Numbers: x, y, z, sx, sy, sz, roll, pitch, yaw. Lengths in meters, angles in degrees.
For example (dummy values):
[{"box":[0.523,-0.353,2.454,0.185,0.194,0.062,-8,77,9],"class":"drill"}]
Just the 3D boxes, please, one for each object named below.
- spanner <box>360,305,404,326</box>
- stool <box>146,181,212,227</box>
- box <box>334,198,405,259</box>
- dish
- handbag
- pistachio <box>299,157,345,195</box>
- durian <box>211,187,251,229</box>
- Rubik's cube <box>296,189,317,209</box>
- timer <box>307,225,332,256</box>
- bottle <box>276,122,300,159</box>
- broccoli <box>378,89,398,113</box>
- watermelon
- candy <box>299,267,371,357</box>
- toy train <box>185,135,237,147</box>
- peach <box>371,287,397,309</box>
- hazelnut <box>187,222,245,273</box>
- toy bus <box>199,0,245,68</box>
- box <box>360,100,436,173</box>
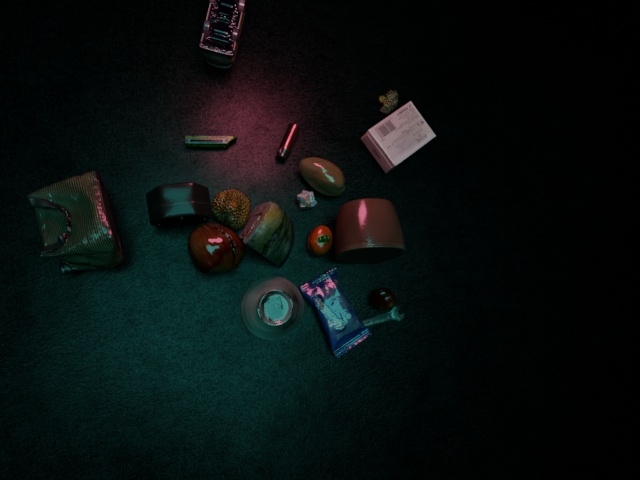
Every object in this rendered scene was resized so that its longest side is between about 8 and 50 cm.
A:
[{"box":[0.224,0.349,1.830,0.302,0.017,0.071,-15,84,-17],"class":"spanner"},{"box":[-0.533,-0.131,1.614,0.233,0.232,0.141,-9,85,-16],"class":"stool"},{"box":[0.193,-0.036,1.747,0.301,0.301,0.216,0,76,-14],"class":"box"},{"box":[-0.186,0.269,1.702,0.261,0.085,0.260,2,80,-14],"class":"dish"},{"box":[-0.854,-0.054,1.500,0.240,0.247,0.340,-18,74,-19],"class":"handbag"},{"box":[0.010,-0.278,1.827,0.226,0.136,0.135,32,75,-1],"class":"pistachio"},{"box":[-0.358,-0.132,1.699,0.158,0.137,0.167,19,67,-13],"class":"durian"},{"box":[-0.062,-0.175,1.813,0.075,0.073,0.084,-27,90,-18],"class":"Rubik's cube"},{"box":[0.000,0.000,1.777,0.100,0.136,0.136,0,81,-9],"class":"timer"},{"box":[-0.142,-0.425,1.841,0.060,0.060,0.164,24,76,-10],"class":"bottle"},{"box":[0.317,-0.651,1.998,0.092,0.096,0.095,28,43,34],"class":"broccoli"},{"box":[-0.225,-0.024,1.728,0.212,0.201,0.261,-62,143,-18],"class":"watermelon"},{"box":[0.065,0.294,1.763,0.187,0.077,0.331,-29,80,-11],"class":"candy"},{"box":[-0.452,-0.407,1.766,0.209,0.044,0.042,-3,81,-15],"class":"toy train"},{"box":[0.271,0.252,1.819,0.101,0.101,0.100,2,80,-14],"class":"peach"},{"box":[-0.403,0.025,1.635,0.212,0.181,0.180,-19,113,-57],"class":"hazelnut"},{"box":[-0.408,-0.884,1.785,0.143,0.179,0.305,11,78,-12],"class":"toy bus"},{"box":[0.356,-0.472,1.945,0.274,0.116,0.203,-38,92,-17],"class":"box"}]
